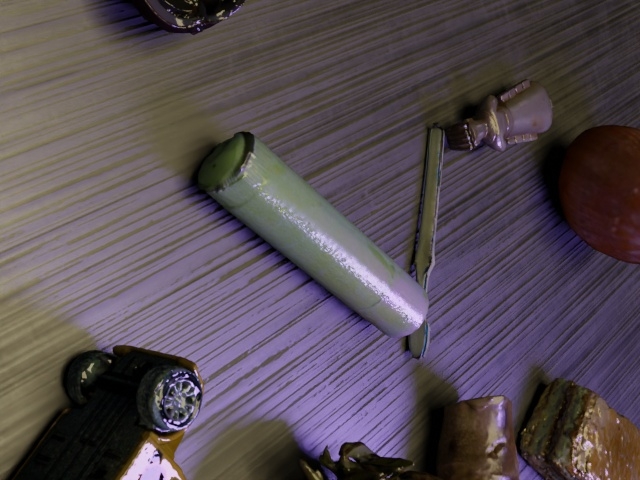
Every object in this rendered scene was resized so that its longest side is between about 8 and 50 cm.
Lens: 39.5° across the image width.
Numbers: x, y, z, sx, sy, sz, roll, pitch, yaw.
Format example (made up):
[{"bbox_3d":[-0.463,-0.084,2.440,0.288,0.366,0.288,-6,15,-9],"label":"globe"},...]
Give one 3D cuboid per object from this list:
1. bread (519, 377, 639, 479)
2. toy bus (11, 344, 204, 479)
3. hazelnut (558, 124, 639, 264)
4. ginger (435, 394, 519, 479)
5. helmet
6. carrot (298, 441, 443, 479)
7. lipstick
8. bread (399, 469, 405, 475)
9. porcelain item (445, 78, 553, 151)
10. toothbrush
[{"bbox_3d":[0.372,0.293,1.242,0.196,0.102,0.138,46,54,-30],"label":"bread"},{"bbox_3d":[-0.199,0.236,0.672,0.335,0.121,0.123,-57,133,-31],"label":"toy bus"},{"bbox_3d":[0.442,-0.061,1.277,0.176,0.214,0.214,-43,125,9],"label":"hazelnut"},{"bbox_3d":[0.191,0.313,1.057,0.116,0.109,0.263,0,85,-18],"label":"ginger"},{"bbox_3d":[-0.130,-0.233,0.813,0.123,0.070,0.098,-28,100,-35],"label":"helmet"},{"bbox_3d":[0.099,0.344,0.864,0.193,0.214,0.331,-16,73,-35],"label":"carrot"},{"bbox_3d":[0.000,0.000,0.920,0.304,0.076,0.076,40,60,-36],"label":"lipstick"},{"bbox_3d":[0.078,0.290,0.990,0.081,0.046,0.083,-52,123,-27],"label":"bread"},{"bbox_3d":[0.231,-0.154,1.173,0.213,0.054,0.084,-25,101,-44],"label":"porcelain item"},{"bbox_3d":[0.129,-0.003,1.080,0.028,0.026,0.294,21,71,-61],"label":"toothbrush"}]
